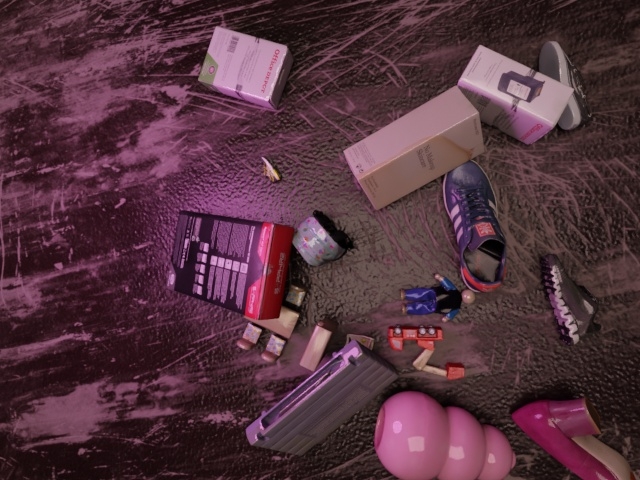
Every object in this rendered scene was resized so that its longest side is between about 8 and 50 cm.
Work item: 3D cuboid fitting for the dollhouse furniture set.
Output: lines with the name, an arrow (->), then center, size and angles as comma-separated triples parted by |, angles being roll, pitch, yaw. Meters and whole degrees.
dollhouse furniture set -> -0.089, 0.224, 1.117 | 0.242, 0.161, 0.211 | 23, 93, 9

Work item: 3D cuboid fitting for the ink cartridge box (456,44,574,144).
ink cartridge box -> 0.455, -0.348, 1.036 | 0.237, 0.172, 0.100 | 30, 94, 8

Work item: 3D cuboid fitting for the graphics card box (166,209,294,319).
graphics card box -> -0.246, 0.053, 1.105 | 0.371, 0.094, 0.232 | 8, 90, 36

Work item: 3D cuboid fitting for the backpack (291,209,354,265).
backpack -> 0.000, 0.000, 1.098 | 0.152, 0.182, 0.115 | 43, 95, 7

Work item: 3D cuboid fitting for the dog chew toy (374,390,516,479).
dog chew toy -> 0.306, 0.496, 1.037 | 0.333, 0.206, 0.206 | 14, 91, 1

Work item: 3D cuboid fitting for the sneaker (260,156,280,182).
sneaker -> -0.150, -0.200, 1.202 | 0.035, 0.031, 0.083 | -37, 83, 7

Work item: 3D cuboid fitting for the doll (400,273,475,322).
doll -> 0.309, 0.151, 1.113 | 0.189, 0.046, 0.128 | -4, 89, 9

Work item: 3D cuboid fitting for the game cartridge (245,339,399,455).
game cartridge -> 0.013, 0.408, 1.075 | 0.355, 0.230, 0.068 | -41, 49, 6

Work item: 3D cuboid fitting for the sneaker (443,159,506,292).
sneaker -> 0.395, -0.042, 1.052 | 0.132, 0.148, 0.349 | -13, 87, 9

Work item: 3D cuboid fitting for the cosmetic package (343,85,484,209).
cosmetic package -> 0.234, -0.222, 1.057 | 0.310, 0.160, 0.113 | -28, 56, 12

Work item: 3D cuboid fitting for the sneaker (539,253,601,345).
sneaker -> 0.624, 0.137, 1.050 | 0.106, 0.078, 0.234 | -18, 90, 6

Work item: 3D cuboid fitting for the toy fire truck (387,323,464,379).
toy fire truck -> 0.275, 0.292, 1.115 | 0.192, 0.047, 0.135 | -2, 90, 10

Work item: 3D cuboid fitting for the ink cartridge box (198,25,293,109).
ink cartridge box -> -0.205, -0.479, 1.186 | 0.220, 0.092, 0.160 | 20, 92, 9

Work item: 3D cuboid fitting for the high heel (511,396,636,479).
high heel -> 0.641, 0.555, 1.043 | 0.181, 0.127, 0.376 | -28, 88, 36

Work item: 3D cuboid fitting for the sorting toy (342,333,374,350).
sorting toy -> 0.100, 0.290, 1.148 | 0.075, 0.045, 0.083 | 18, 92, 16

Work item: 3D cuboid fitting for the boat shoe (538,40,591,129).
boat shoe -> 0.622, -0.393, 1.063 | 0.076, 0.080, 0.228 | -15, 83, -9
